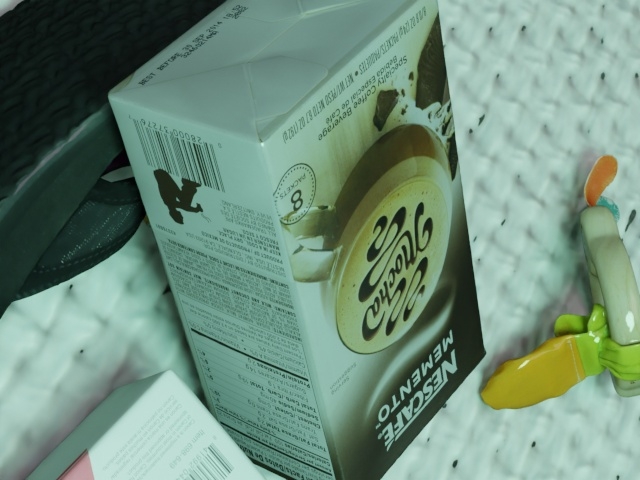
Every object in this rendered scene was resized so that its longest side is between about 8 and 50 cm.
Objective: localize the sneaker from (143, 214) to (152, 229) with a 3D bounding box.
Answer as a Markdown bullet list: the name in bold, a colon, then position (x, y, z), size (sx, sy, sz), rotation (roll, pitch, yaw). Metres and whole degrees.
- **sneaker**: position (-0.080, -0.010, 0.904), size (0.083, 0.032, 0.037), rotation (36, 49, 8)

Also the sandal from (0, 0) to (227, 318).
- **sandal**: position (-0.191, -0.019, 0.794), size (0.446, 0.167, 0.107), rotation (-55, 143, -29)

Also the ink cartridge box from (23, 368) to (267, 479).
- **ink cartridge box**: position (-0.090, 0.214, 0.820), size (0.218, 0.092, 0.158), rotation (51, 57, -10)

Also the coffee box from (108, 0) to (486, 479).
- **coffee box**: position (0.000, 0.000, 0.827), size (0.168, 0.119, 0.297), rotation (-45, 139, -33)

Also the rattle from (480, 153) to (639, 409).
- **rattle**: position (0.194, 0.035, 1.087), size (0.130, 0.142, 0.200), rotation (36, 39, -57)
